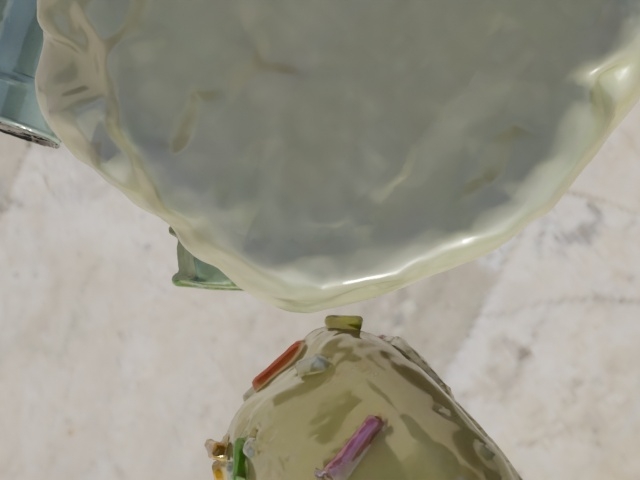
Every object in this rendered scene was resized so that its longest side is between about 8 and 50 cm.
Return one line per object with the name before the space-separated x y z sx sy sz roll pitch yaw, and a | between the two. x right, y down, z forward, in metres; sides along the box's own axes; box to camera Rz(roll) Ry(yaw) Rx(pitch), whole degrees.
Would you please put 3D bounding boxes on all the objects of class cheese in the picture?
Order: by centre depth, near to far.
cheese | 0.015 -0.126 0.964 0.326 0.115 0.318 -7 90 5

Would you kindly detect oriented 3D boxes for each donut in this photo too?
donut | 0.053 0.208 1.176 0.150 0.371 0.307 -28 118 -11

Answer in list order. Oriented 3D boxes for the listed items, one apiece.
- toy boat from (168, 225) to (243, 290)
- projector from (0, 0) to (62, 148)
toy boat | 0.000 0.000 1.863 0.293 0.055 0.093 -7 100 -22
projector | -0.200 -0.245 1.479 0.108 0.108 0.337 20 85 -29
